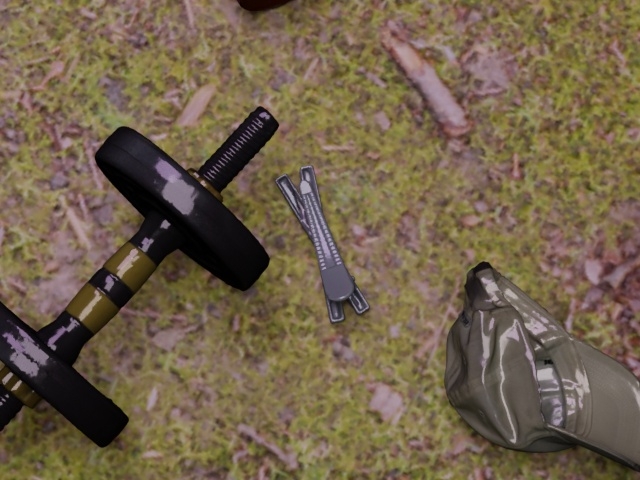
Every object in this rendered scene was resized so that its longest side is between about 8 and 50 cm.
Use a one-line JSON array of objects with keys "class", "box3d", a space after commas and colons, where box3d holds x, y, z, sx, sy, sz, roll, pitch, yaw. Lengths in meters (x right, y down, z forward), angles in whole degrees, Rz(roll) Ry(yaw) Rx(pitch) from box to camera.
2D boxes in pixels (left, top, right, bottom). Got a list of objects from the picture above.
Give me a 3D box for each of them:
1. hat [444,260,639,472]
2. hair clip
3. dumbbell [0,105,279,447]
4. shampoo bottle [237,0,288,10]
[{"class": "hat", "box3d": [0.156, 0.101, 1.313, 0.166, 0.081, 0.122, 28, 39, -7]}, {"class": "hair clip", "box3d": [0.001, 0.000, 1.351, 0.030, 0.039, 0.115, -21, 75, -8]}, {"class": "dumbbell", "box3d": [-0.142, 0.032, 1.294, 0.143, 0.143, 0.325, 40, 81, 10]}, {"class": "shampoo bottle", "box3d": [-0.088, -0.323, 1.409, 0.118, 0.076, 0.314, -20, 77, -10]}]
